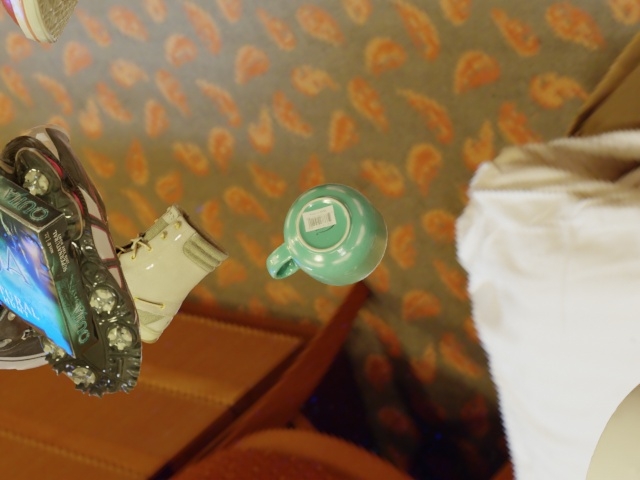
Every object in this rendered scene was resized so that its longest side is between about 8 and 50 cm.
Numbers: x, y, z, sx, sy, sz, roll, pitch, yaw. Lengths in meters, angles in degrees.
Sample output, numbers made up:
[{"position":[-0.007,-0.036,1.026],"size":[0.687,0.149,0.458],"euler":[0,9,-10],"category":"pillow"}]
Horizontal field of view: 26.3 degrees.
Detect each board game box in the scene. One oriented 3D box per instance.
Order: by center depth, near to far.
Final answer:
[{"position":[-0.242,-0.004,1.001],"size":[0.186,0.026,0.126],"euler":[28,143,33],"category":"board game box"}]

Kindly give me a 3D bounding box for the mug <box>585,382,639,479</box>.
[{"position":[0.455,0.330,1.416],"size":[0.328,0.374,0.276],"euler":[15,139,49],"category":"mug"}]

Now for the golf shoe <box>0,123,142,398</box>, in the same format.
[{"position":[-0.224,0.019,1.297],"size":[0.105,0.120,0.273],"euler":[-8,116,16],"category":"golf shoe"}]

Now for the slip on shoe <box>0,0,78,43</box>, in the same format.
[{"position":[-0.242,-0.257,1.007],"size":[0.101,0.123,0.331],"euler":[17,162,13],"category":"slip on shoe"}]

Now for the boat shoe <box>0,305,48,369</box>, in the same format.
[{"position":[-0.332,0.060,1.343],"size":[0.102,0.301,0.108],"euler":[-30,64,43],"category":"boat shoe"}]

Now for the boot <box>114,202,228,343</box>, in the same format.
[{"position":[-0.237,0.013,1.690],"size":[0.213,0.165,0.077],"euler":[37,-168,-27],"category":"boot"}]

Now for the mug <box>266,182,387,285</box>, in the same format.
[{"position":[0.009,0.000,1.829],"size":[0.129,0.158,0.097],"euler":[29,177,20],"category":"mug"}]
